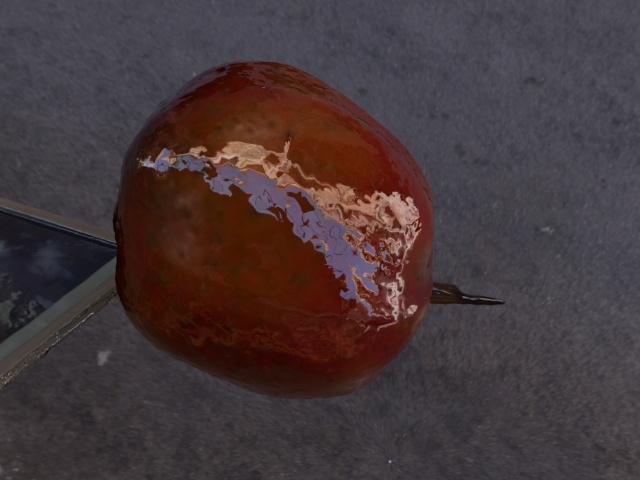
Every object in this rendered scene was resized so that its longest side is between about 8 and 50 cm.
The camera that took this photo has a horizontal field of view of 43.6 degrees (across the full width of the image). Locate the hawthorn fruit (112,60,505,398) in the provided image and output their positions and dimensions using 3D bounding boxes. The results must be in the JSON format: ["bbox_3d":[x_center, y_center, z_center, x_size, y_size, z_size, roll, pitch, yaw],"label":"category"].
[{"bbox_3d":[0.000,0.000,0.619,0.300,0.254,0.254,12,76,2],"label":"hawthorn fruit"}]

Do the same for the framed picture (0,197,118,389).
[{"bbox_3d":[-0.318,0.034,0.768,0.281,0.019,0.209,14,40,28],"label":"framed picture"}]
